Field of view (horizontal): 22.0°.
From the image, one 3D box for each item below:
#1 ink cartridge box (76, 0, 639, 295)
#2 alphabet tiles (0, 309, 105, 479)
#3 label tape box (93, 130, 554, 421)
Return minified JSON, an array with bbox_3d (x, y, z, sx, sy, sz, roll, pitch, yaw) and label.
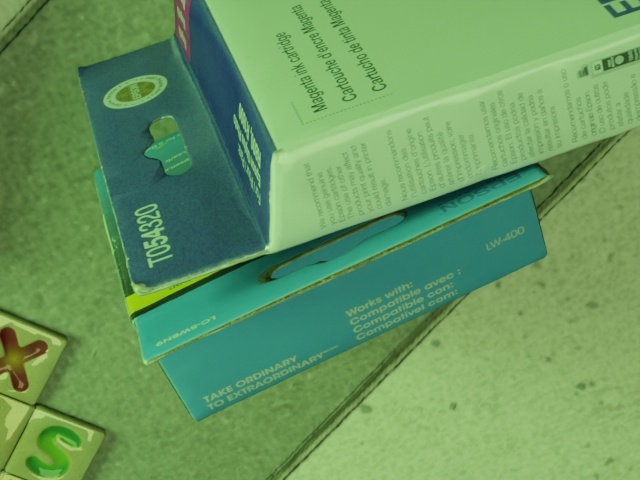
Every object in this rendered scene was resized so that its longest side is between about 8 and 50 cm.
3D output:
[{"bbox_3d":[0.018,-0.118,0.976,0.330,0.324,0.071,-18,120,-6],"label":"ink cartridge box"},{"bbox_3d":[-0.333,0.184,1.187,0.285,0.011,0.342,24,104,-20],"label":"alphabet tiles"},{"bbox_3d":[0.000,0.000,1.013,0.241,0.333,0.106,-25,114,-2],"label":"label tape box"}]
